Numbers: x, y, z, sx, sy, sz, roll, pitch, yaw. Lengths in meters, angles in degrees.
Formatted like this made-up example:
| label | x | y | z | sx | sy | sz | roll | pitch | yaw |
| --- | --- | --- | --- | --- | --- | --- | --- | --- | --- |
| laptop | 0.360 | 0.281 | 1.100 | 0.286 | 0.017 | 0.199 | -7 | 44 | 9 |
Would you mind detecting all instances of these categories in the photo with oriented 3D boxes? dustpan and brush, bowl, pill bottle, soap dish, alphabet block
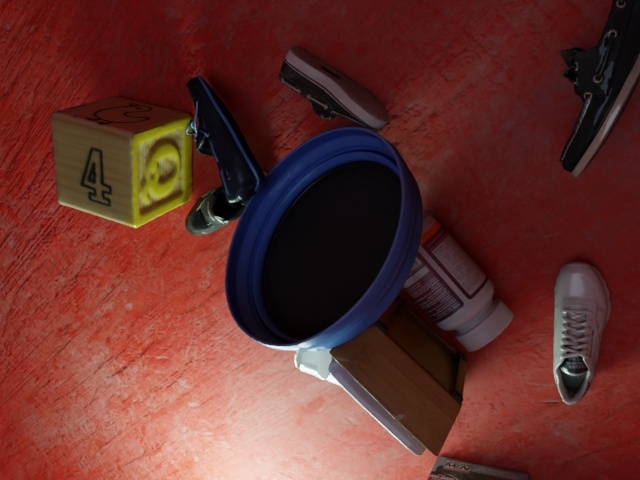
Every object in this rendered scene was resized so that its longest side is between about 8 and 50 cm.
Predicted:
| label | x | y | z | sx | sy | sz | roll | pitch | yaw |
| --- | --- | --- | --- | --- | --- | --- | --- | --- | --- |
| dustpan and brush | 0.014 | 0.214 | 1.343 | 0.147 | 0.060 | 0.211 | 17 | 118 | 21 |
| bowl | 0.000 | 0.000 | 1.109 | 0.391 | 0.391 | 0.077 | -25 | 140 | 33 |
| pill bottle | 0.217 | 0.075 | 1.143 | 0.221 | 0.121 | 0.121 | 49 | 124 | 2 |
| soap dish | 0.146 | 0.216 | 1.156 | 0.229 | 0.291 | 0.118 | 43 | 105 | 6 |
| alphabet block | -0.386 | -0.161 | 1.318 | 0.197 | 0.192 | 0.194 | 16 | 119 | 20 |

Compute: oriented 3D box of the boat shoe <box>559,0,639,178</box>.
| label | x | y | z | sx | sy | sz | roll | pitch | yaw |
| --- | --- | --- | --- | --- | --- | --- | --- | --- | --- |
| boat shoe | 0.389 | -0.256 | 0.911 | 0.113 | 0.127 | 0.340 | 27 | 119 | 17 |

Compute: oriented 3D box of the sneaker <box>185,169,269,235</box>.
| label | x | y | z | sx | sy | sz | roll | pitch | yaw |
| --- | --- | --- | --- | --- | --- | --- | --- | --- | --- |
| sneaker | -0.201 | -0.065 | 1.311 | 0.234 | 0.106 | 0.078 | -25 | 97 | 33 |

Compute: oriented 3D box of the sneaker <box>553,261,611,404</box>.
| label | x | y | z | sx | sy | sz | roll | pitch | yaw |
| --- | --- | --- | --- | --- | --- | --- | --- | --- | --- |
| sneaker | 0.420 | 0.151 | 1.086 | 0.090 | 0.095 | 0.235 | 3 | 110 | 28 |

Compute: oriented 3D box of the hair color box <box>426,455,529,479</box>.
| label | x | y | z | sx | sy | sz | roll | pitch | yaw |
| --- | --- | --- | --- | --- | --- | --- | --- | --- | --- |
| hair color box | 0.317 | 0.632 | 1.331 | 0.185 | 0.113 | 0.375 | 3 | 111 | 27 |

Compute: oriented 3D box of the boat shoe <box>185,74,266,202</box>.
| label | x | y | z | sx | sy | sz | roll | pitch | yaw |
| --- | --- | --- | --- | --- | --- | --- | --- | --- | --- |
| boat shoe | -0.194 | -0.187 | 1.218 | 0.089 | 0.109 | 0.258 | -32 | 68 | 8 |

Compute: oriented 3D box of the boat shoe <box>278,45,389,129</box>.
| label | x | y | z | sx | sy | sz | roll | pitch | yaw |
| --- | --- | --- | --- | --- | --- | --- | --- | --- | --- |
| boat shoe | 0.021 | -0.245 | 1.142 | 0.219 | 0.077 | 0.070 | 40 | 123 | 17 |
